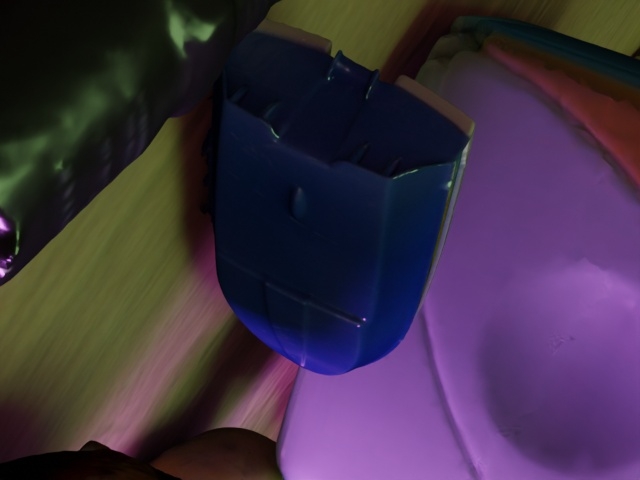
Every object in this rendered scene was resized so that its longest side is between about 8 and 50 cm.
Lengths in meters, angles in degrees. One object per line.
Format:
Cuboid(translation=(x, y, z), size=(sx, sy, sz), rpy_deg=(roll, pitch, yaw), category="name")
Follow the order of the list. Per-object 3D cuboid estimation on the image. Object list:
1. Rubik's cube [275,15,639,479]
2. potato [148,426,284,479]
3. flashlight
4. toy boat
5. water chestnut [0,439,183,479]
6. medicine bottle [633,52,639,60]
Cuboid(translation=(0.211, 0.063, 1.026), size=(0.347, 0.352, 0.351), rpy_deg=(-68, 165, 13), category="Rubik's cube")
Cuboid(translation=(-0.079, 0.188, 0.982), size=(0.178, 0.109, 0.118), rpy_deg=(-37, 135, -61), category="potato")
Cuboid(translation=(-0.006, -0.148, 0.552), size=(0.424, 0.103, 0.103), rpy_deg=(-46, 161, -27), category="flashlight")
Cuboid(translation=(0.000, 0.000, 0.801), size=(0.088, 0.129, 0.295), rpy_deg=(-58, 168, -28), category="toy boat")
Cuboid(translation=(-0.148, 0.239, 0.719), size=(0.300, 0.300, 0.300), rpy_deg=(-47, 162, -21), category="water chestnut")
Cuboid(translation=(0.337, -0.083, 1.552), size=(0.124, 0.124, 0.239), rpy_deg=(-42, 160, -34), category="medicine bottle")
